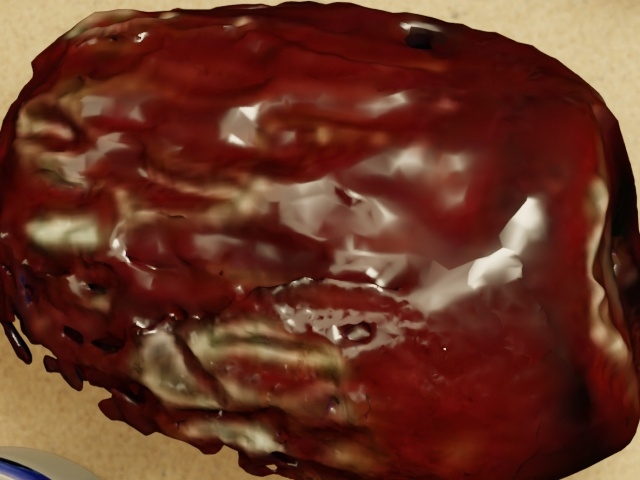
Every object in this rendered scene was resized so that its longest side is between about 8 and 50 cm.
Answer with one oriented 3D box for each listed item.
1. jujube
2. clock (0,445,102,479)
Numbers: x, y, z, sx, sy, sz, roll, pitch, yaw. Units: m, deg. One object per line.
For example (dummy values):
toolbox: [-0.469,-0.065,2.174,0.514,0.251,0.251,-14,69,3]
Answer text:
jujube: [0.000,0.000,0.851,0.376,0.258,0.258,15,94,10]
clock: [-0.205,0.243,0.989,0.230,0.083,0.230,0,90,16]
